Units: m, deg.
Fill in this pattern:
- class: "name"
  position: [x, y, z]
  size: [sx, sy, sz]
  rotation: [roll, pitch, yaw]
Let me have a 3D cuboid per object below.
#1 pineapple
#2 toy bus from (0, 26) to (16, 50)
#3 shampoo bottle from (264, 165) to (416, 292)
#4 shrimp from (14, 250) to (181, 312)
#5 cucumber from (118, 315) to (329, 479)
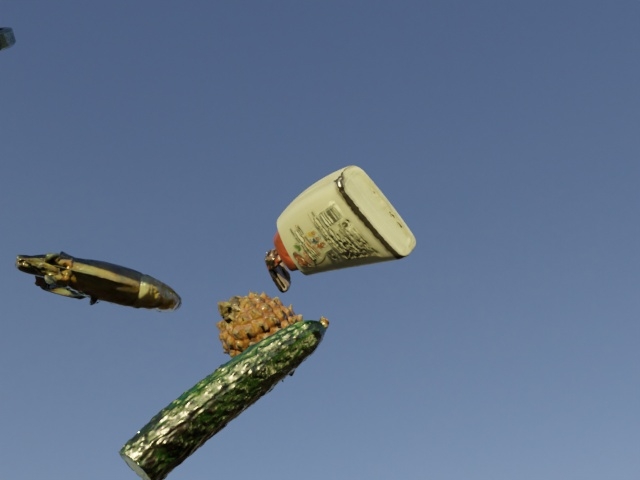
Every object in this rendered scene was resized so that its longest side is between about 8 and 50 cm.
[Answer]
- class: "pineapple"
  position: [-0.117, 0.170, 1.539]
  size: [0.193, 0.166, 0.166]
  rotation: [38, -53, -20]
- class: "toy bus"
  position: [-0.381, -0.233, 0.785]
  size: [0.134, 0.246, 0.113]
  rotation: [-19, -63, -19]
- class: "shampoo bottle"
  position: [0.000, 0.000, 1.232]
  size: [0.153, 0.071, 0.284]
  rotation: [51, -37, -9]
- class: "shrimp"
  position: [-0.262, 0.051, 0.937]
  size: [0.150, 0.051, 0.217]
  rotation: [0, -17, 40]
- class: "cucumber"
  position: [-0.106, 0.178, 0.995]
  size: [0.293, 0.067, 0.067]
  rotation: [-37, -33, -25]
